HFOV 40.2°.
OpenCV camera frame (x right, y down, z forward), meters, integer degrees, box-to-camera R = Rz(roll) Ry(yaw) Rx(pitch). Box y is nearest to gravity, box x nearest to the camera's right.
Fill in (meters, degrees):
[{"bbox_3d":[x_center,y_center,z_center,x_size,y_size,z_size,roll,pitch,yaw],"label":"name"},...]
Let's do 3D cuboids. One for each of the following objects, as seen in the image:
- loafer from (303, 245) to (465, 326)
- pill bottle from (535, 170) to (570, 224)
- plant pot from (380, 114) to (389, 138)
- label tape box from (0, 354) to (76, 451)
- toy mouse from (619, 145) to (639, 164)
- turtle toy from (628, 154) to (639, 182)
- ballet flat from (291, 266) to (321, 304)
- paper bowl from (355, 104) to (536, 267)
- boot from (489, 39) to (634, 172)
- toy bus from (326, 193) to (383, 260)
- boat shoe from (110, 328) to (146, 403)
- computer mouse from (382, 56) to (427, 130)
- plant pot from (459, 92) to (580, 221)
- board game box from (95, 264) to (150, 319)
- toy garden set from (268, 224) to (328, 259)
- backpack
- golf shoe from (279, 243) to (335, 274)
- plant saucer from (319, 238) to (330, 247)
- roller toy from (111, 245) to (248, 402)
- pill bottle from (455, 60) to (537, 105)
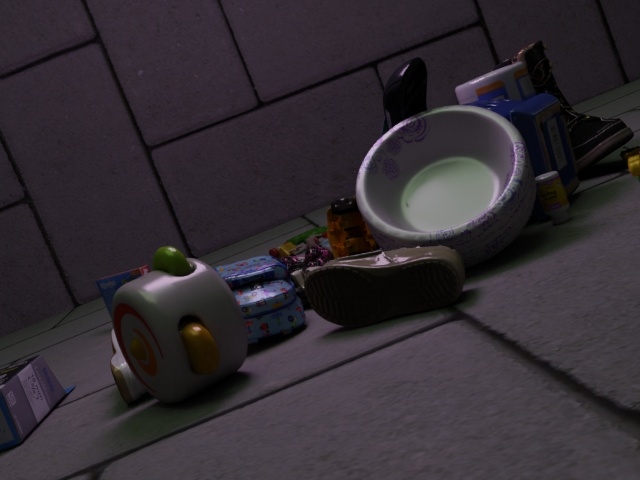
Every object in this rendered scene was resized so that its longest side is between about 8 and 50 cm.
[{"bbox_3d":[0.098,0.064,1.293,0.268,0.102,0.092,-6,13,33],"label":"loafer"},{"bbox_3d":[0.389,-0.071,1.463,0.043,0.083,0.043,-22,7,3],"label":"pill bottle"},{"bbox_3d":[0.243,-0.171,2.088,0.196,0.293,0.293,5,7,-1],"label":"plant pot"},{"bbox_3d":[-0.610,0.304,1.574,0.240,0.106,0.334,-21,7,2],"label":"label tape box"},{"bbox_3d":[0.655,-0.178,1.699,0.143,0.031,0.161,-19,7,28],"label":"toy mouse"},{"bbox_3d":[0.540,-0.112,1.383,0.095,0.066,0.130,-17,7,20],"label":"turtle toy"},{"bbox_3d":[-0.019,0.084,1.603,0.074,0.074,0.203,-27,8,-41],"label":"ballet flat"},{"bbox_3d":[0.211,-0.074,1.445,0.284,0.148,0.284,-12,52,16],"label":"paper bowl"},{"bbox_3d":[0.502,-0.286,1.880,0.138,0.284,0.377,-30,3,-2],"label":"boot"},{"bbox_3d":[0.147,-0.033,1.772,0.211,0.150,0.220,-10,-4,-34],"label":"toy bus"},{"bbox_3d":[-0.300,0.199,1.497,0.096,0.098,0.277,-22,16,-9],"label":"boat shoe"},{"bbox_3d":[0.132,-0.197,1.568,0.060,0.262,0.184,23,67,24],"label":"computer mouse"},{"bbox_3d":[0.343,-0.146,1.621,0.212,0.236,0.236,-11,11,34],"label":"plant pot"},{"bbox_3d":[-0.494,0.150,2.278,0.027,0.145,0.281,-27,9,-37],"label":"board game box"},{"bbox_3d":[0.000,0.000,2.341,0.244,0.049,0.203,-14,8,45],"label":"toy garden set"},{"bbox_3d":[-0.107,0.104,1.471,0.158,0.117,0.173,-12,14,-10],"label":"backpack"},{"bbox_3d":[-0.027,0.062,1.895,0.186,0.068,0.086,-19,-22,40],"label":"golf shoe"},{"bbox_3d":[0.054,0.006,2.150,0.194,0.038,0.195,-22,6,2],"label":"plant saucer"},{"bbox_3d":[-0.213,0.136,1.289,0.146,0.209,0.191,-26,-27,-34],"label":"roller toy"},{"bbox_3d":[0.392,-0.216,1.806,0.152,0.272,0.152,-21,7,3],"label":"pill bottle"}]
